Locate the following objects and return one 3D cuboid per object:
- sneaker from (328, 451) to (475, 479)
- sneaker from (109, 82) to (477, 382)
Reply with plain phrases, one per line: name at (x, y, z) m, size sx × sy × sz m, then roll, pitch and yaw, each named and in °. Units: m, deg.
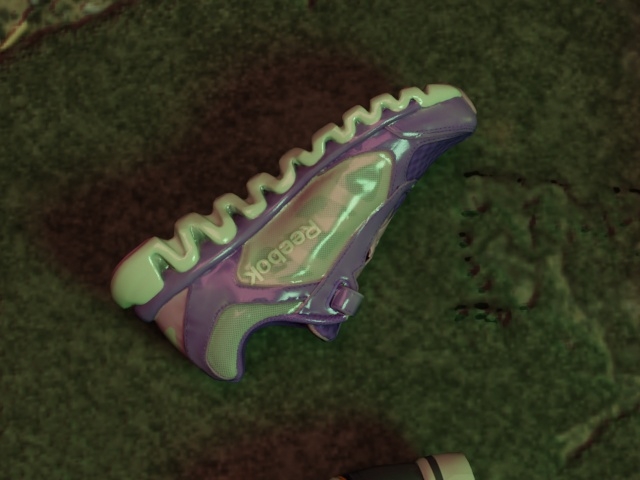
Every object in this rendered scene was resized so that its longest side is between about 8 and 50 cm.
sneaker at (0.045, 0.272, 0.785) m, size 0.127 × 0.126 × 0.321 m, roll -8°, pitch 62°, yaw -6°
sneaker at (0.000, 0.000, 0.894) m, size 0.236 × 0.095 × 0.104 m, roll -34°, pitch 81°, yaw -4°
